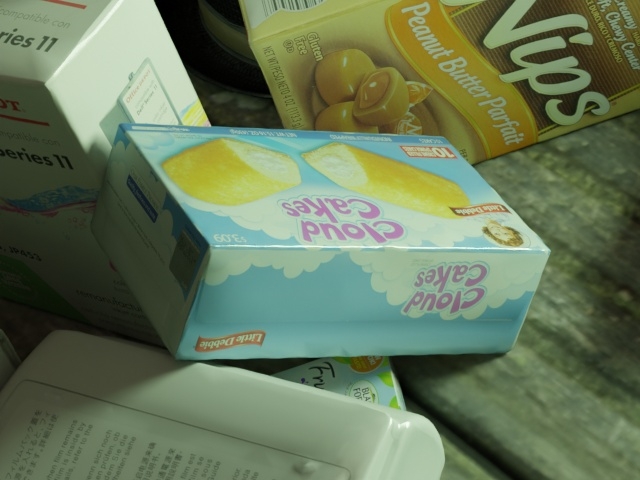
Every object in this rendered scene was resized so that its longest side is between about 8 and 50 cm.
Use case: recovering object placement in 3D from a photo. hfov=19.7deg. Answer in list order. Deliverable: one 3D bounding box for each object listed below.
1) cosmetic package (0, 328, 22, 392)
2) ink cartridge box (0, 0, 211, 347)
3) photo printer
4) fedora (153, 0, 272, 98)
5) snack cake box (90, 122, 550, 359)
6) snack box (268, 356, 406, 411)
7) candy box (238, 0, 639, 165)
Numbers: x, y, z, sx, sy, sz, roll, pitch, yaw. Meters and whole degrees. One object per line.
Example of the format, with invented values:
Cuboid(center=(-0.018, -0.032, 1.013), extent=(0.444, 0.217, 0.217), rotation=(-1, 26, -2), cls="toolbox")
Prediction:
Cuboid(center=(-0.383, 0.203, 1.239), extent=(0.217, 0.156, 0.385), rotation=(22, 58, 34), cls="cosmetic package")
Cuboid(center=(-0.198, -0.091, 1.302), extent=(0.207, 0.353, 0.119), rotation=(14, 55, 32), cls="ink cartridge box")
Cuboid(center=(-0.105, 0.194, 1.142), extent=(0.308, 0.107, 0.256), rotation=(11, 69, 30), cls="photo printer")
Cuboid(center=(-0.009, -0.267, 1.538), extent=(0.334, 0.152, 0.334), rotation=(-12, 45, 12), cls="fedora")
Cuboid(center=(0.000, 0.000, 1.228), extent=(0.264, 0.089, 0.152), rotation=(1, 32, -33), cls="snack cake box")
Cuboid(center=(-0.011, 0.132, 1.240), extent=(0.141, 0.037, 0.100), rotation=(-19, 45, 7), cls="snack box")
Cuboid(center=(0.116, -0.153, 1.356), extent=(0.316, 0.183, 0.087), rotation=(-18, 45, 5), cls="candy box")
